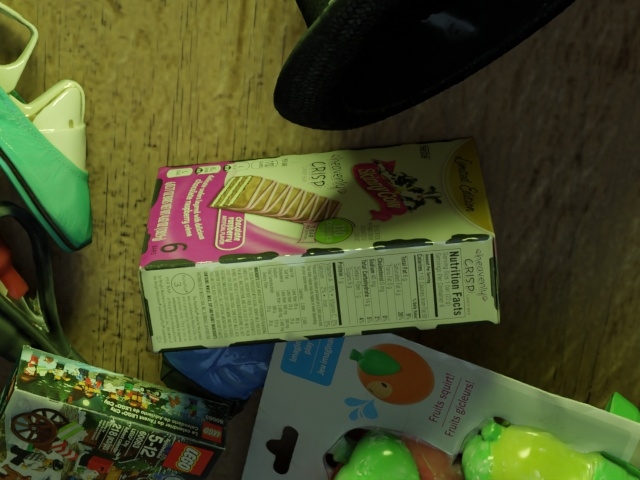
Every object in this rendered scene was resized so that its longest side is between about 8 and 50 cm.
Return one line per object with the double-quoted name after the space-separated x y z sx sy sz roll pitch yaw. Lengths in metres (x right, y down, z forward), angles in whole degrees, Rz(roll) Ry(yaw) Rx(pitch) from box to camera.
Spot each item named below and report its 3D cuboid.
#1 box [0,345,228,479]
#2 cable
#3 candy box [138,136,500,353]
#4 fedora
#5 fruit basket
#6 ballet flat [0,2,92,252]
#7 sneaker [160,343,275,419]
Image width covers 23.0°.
-0.185 0.188 1.199 0.159 0.044 0.233 18 131 -14 "box"
-0.218 0.064 1.179 0.139 0.072 0.287 -43 126 3 "cable"
0.000 0.000 1.083 0.233 0.159 0.071 -5 117 2 "candy box"
0.080 -0.217 0.957 0.334 0.334 0.152 -38 77 17 "fedora"
0.108 0.220 1.173 0.353 0.165 0.327 16 132 1 "fruit basket"
-0.214 -0.100 1.081 0.087 0.083 0.247 -39 113 0 "ballet flat"
-0.046 0.096 1.187 0.152 0.058 0.085 8 119 -8 "sneaker"
